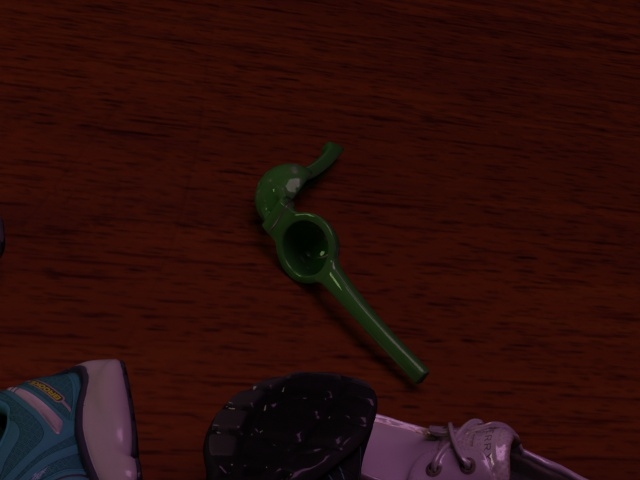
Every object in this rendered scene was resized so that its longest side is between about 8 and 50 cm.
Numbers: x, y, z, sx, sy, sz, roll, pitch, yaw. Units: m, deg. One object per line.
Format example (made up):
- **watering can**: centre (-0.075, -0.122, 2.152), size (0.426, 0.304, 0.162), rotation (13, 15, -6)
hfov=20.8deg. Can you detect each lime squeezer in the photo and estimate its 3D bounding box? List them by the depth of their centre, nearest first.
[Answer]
- **lime squeezer**: centre (0.000, 0.000, 1.405), size (0.110, 0.059, 0.310), rotation (39, 19, -35)

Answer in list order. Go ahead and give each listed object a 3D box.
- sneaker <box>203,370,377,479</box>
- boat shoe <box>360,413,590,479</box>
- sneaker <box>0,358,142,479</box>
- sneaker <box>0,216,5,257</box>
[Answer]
- **sneaker**: centre (-0.032, 0.176, 1.065), size (0.101, 0.106, 0.267), rotation (5, 30, 19)
- **boat shoe**: centre (0.106, 0.161, 1.176), size (0.277, 0.096, 0.098), rotation (21, 36, -1)
- **sneaker**: centre (-0.153, 0.178, 1.021), size (0.110, 0.107, 0.275), rotation (-7, 34, -9)
- **sneaker**: centre (-0.331, -0.011, 1.165), size (0.271, 0.100, 0.108), rotation (-10, 50, -41)
